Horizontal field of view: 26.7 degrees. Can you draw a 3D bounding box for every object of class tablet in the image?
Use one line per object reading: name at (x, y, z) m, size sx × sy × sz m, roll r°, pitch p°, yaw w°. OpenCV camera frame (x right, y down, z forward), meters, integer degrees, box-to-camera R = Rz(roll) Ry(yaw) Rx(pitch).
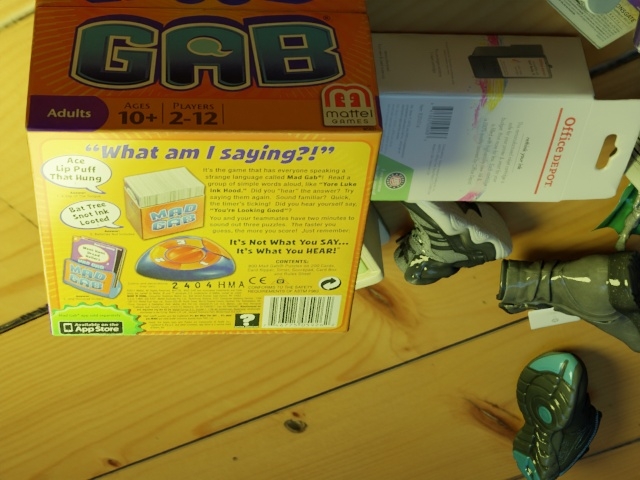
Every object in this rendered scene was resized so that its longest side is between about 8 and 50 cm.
tablet at (0.388, 0.126, 2.240) m, size 0.083 × 0.006 × 0.054 m, roll -11°, pitch 142°, yaw 8°

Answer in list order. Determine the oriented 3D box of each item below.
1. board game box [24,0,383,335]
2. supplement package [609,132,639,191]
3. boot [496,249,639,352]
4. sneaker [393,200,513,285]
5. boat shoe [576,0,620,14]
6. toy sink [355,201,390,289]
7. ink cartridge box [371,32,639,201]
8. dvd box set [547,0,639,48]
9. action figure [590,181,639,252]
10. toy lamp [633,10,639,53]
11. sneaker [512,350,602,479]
board game box at (-0.138, -0.135, 1.564) m, size 0.356 × 0.356 × 0.356 m, roll 0°, pitch 142°, yaw -6°
supplement package at (0.541, -0.114, 1.796) m, size 0.194 × 0.149 × 0.203 m, roll 25°, pitch 113°, yaw -33°
boot at (0.408, 0.091, 2.131) m, size 0.222 × 0.118 × 0.338 m, roll -2°, pitch 155°, yaw 22°
sneaker at (0.150, -0.016, 1.953) m, size 0.153 × 0.101 × 0.268 m, roll -34°, pitch 136°, yaw 28°
boat shoe at (0.336, -0.341, 1.495) m, size 0.065 × 0.083 × 0.183 m, roll 32°, pitch 104°, yaw -38°
toy sink at (0.000, 0.000, 1.933) m, size 0.152 × 0.131 × 0.234 m, roll -16°, pitch 141°, yaw 15°
ink cartridge box at (0.228, -0.158, 1.769) m, size 0.353 × 0.119 × 0.207 m, roll 1°, pitch 141°, yaw -6°
dvd box set at (0.401, -0.412, 1.505) m, size 0.420 × 0.062 × 0.307 m, roll -31°, pitch 136°, yaw 31°
action figure at (0.494, -0.071, 1.963) m, size 0.137 × 0.063 × 0.232 m, roll 4°, pitch 137°, yaw -7°
toy lamp at (0.435, -0.312, 1.524) m, size 0.080 × 0.080 × 0.275 m, roll 6°, pitch 144°, yaw -15°
sneaker at (0.430, 0.298, 2.403) m, size 0.139 × 0.125 × 0.341 m, roll -24°, pitch 144°, yaw -22°
